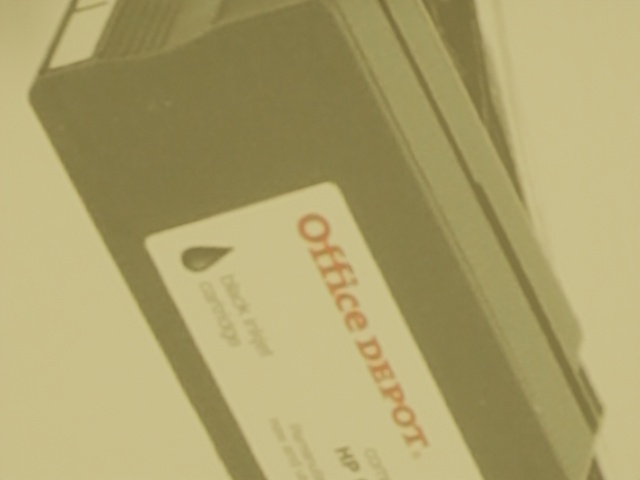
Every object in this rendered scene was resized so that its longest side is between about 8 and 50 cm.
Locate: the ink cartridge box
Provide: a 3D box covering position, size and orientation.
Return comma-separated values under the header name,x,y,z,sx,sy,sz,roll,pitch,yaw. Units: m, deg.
name,x,y,z,sx,sy,sz,roll,pitch,yaw
ink cartridge box,0.000,0.000,0.512,0.395,0.285,0.166,-14,91,-1
